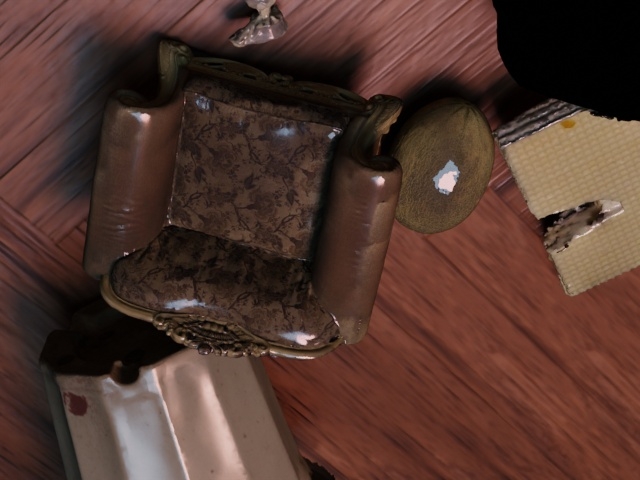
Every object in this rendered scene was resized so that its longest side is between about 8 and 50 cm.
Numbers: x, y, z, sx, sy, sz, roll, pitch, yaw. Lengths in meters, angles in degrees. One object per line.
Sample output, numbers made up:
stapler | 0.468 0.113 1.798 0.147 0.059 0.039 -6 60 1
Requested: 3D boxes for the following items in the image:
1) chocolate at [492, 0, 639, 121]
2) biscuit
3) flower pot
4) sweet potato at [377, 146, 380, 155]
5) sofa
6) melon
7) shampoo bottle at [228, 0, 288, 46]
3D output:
chocolate | 0.281 -0.196 1.410 0.177 0.224 0.206 20 90 -59
biscuit | 0.258 -0.051 1.522 0.147 0.046 0.250 -27 138 7
flower pot | -0.142 0.189 1.531 0.290 0.290 0.259 -16 113 1
sweet potato | -0.001 -0.001 1.539 0.057 0.057 0.264 16 124 -19
sofa | -0.065 -0.031 1.398 0.258 0.182 0.200 15 120 4
melon | 0.107 -0.068 1.487 0.098 0.098 0.131 10 114 -16
shampoo bottle | -0.066 -0.259 1.356 0.063 0.057 0.208 -13 123 -1
